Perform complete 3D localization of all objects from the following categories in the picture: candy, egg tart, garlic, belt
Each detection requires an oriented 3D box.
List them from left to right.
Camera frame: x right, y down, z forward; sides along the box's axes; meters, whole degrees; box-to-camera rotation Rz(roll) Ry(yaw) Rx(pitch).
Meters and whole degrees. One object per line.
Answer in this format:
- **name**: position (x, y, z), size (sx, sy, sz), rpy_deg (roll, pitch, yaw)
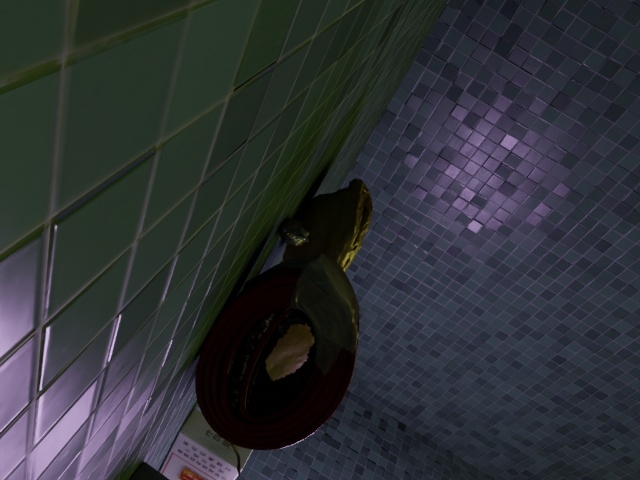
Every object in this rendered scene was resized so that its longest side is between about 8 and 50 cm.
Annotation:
- **garlic**: position (-0.120, 0.238, 0.979), size (0.338, 0.196, 0.151), rpy_deg (-51, 165, -7)
- **belt**: position (-0.055, 0.171, 0.825), size (0.323, 0.227, 0.115), rpy_deg (-58, -178, 15)
- **candy**: position (-0.045, -0.011, 0.927), size (0.046, 0.053, 0.182), rpy_deg (-58, -178, 5)
- **egg tart**: position (0.000, 0.000, 1.122), size (0.319, 0.128, 0.318), rpy_deg (-157, -90, -83)

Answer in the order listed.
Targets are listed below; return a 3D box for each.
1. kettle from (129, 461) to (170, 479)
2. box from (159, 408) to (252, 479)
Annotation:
- **kettle**: position (-0.273, 0.550, 0.971), size (0.160, 0.243, 0.210), rpy_deg (-59, -179, -33)
- **box**: position (-0.355, 0.671, 1.585), size (0.330, 0.210, 0.095), rpy_deg (-60, 178, 37)
